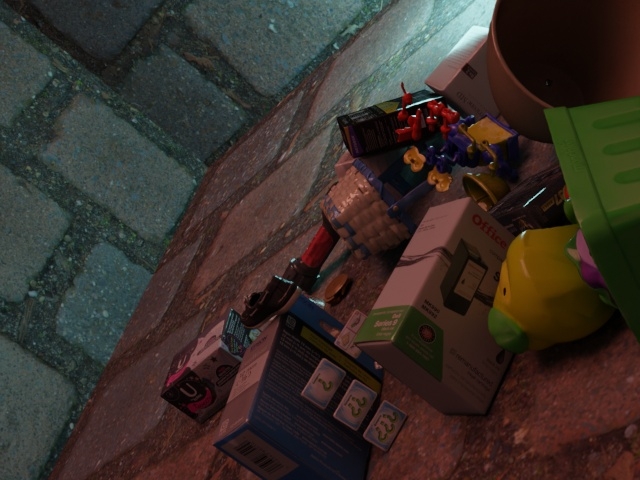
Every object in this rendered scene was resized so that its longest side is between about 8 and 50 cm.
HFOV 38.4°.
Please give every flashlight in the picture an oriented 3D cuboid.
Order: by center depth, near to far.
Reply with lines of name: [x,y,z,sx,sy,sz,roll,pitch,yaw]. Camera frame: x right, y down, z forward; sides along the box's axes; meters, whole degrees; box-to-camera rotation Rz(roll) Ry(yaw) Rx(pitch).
flashlight: [0.000,0.000,2.291,0.304,0.103,0.103,-57,13,27]

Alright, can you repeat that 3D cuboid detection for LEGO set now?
LEGO set: [0.107,0.215,1.598,0.244,0.182,0.060,-56,2,-18]

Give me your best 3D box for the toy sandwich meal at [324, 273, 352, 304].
toy sandwich meal: [0.042,0.116,2.192,0.085,0.029,0.085,-43,15,15]

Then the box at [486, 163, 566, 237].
box: [0.369,-0.064,1.581,0.183,0.059,0.233,-38,4,-20]

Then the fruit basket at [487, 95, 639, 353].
fruit basket: [0.373,0.002,1.308,0.392,0.283,0.392,-26,26,14]

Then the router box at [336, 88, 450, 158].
router box: [0.171,-0.287,2.227,0.243,0.081,0.309,-17,12,2]

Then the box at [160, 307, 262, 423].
box: [-0.271,0.322,2.347,0.247,0.142,0.163,-41,20,28]

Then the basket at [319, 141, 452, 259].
basket: [0.152,-0.106,2.083,0.289,0.201,0.255,-42,16,7]

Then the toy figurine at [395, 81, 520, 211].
toy figurine: [0.334,-0.204,1.852,0.217,0.191,0.362,-20,38,-21]

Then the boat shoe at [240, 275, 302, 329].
boat shoe: [-0.106,0.109,1.697,0.206,0.065,0.075,-31,24,57]

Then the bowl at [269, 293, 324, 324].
bowl: [-0.075,0.188,2.244,0.170,0.080,0.170,-44,18,19]

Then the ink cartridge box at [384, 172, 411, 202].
ink cartridge box: [0.136,-0.090,2.310,0.180,0.060,0.104,-52,19,-6]

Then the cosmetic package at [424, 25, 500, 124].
cosmetic package: [0.375,-0.386,2.174,0.183,0.151,0.151,-50,19,6]

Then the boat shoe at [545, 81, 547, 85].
boat shoe: [0.470,-0.325,2.007,0.049,0.040,0.142,-30,27,47]

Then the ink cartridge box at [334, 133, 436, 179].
ink cartridge box: [0.193,-0.239,2.354,0.261,0.066,0.296,-14,18,20]

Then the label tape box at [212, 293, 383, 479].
label tape box: [-0.026,0.286,1.668,0.115,0.249,0.347,-41,19,33]

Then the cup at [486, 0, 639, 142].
cup: [0.444,-0.308,1.688,0.331,0.331,0.237,-58,-6,-21]

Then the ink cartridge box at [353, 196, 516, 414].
ink cartridge box: [0.220,0.105,1.496,0.121,0.211,0.289,-18,38,60]
